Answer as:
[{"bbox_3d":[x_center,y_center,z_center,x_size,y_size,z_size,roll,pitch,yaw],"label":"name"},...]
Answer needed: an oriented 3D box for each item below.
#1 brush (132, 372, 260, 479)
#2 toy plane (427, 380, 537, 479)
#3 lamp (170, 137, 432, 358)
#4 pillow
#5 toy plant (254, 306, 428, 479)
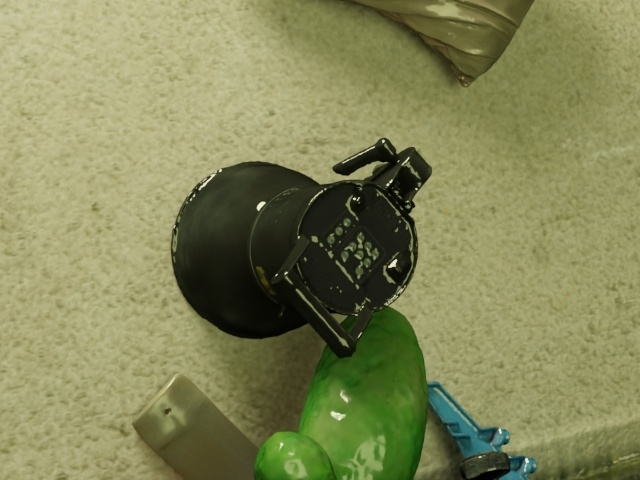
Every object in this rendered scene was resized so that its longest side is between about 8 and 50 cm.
[{"bbox_3d":[-0.021,0.235,1.320,0.321,0.050,0.060,47,74,-17],"label":"brush"},{"bbox_3d":[0.155,0.234,1.368,0.271,0.105,0.254,-1,65,-30],"label":"toy plane"},{"bbox_3d":[0.000,0.000,1.234,0.172,0.227,0.147,-46,107,-20],"label":"lamp"},{"bbox_3d":[0.073,-0.246,1.366,0.270,0.067,0.173,26,83,-22],"label":"pillow"},{"bbox_3d":[-0.027,0.246,1.188,0.211,0.317,0.356,29,108,-34],"label":"toy plant"}]
